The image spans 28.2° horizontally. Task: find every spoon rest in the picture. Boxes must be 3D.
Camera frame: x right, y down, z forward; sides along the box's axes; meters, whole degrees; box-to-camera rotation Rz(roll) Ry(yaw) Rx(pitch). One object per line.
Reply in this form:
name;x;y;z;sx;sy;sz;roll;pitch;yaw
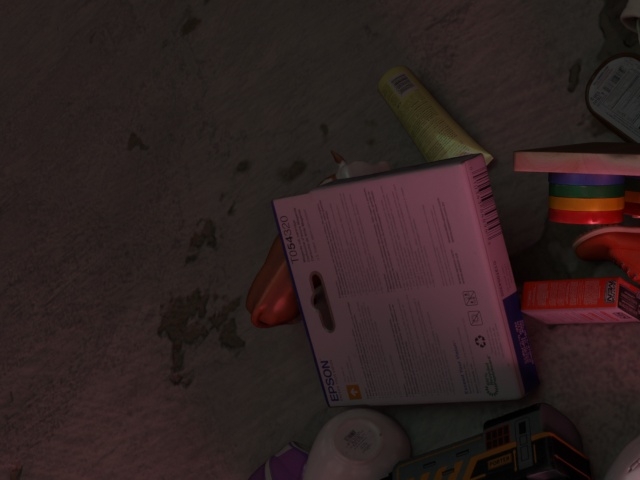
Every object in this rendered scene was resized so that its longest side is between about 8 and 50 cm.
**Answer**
spoon rest;0.008;0.336;1.762;0.276;0.084;0.137;-38;58;-27

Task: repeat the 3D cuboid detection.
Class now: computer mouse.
computer mouse;0.399;0.262;1.529;0.193;0.042;0.106;-54;46;10

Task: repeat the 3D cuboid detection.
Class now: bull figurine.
bull figurine;0.000;0.000;1.897;0.101;0.188;0.310;40;98;19

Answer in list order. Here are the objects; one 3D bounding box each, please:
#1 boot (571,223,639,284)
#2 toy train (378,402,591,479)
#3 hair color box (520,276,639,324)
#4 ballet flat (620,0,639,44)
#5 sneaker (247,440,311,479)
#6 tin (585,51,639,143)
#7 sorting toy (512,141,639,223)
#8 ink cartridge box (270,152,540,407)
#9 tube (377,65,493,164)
boot;0.394;0.022;1.632;0.158;0.059;0.085;-7;72;39
toy train;0.199;0.337;1.624;0.334;0.142;0.190;-27;43;33
hair color box;0.338;0.079;1.645;0.141;0.072;0.043;-4;69;40
ballet flat;0.499;-0.208;1.583;0.139;0.139;0.400;-45;41;18
sneaker;-0.011;0.401;1.803;0.161;0.102;0.282;-47;47;12
tin;0.431;-0.180;1.702;0.106;0.040;0.190;-56;45;14
sorting toy;0.398;-0.066;1.521;0.255;0.257;0.089;5;99;34
ink cartridge box;0.112;0.065;1.748;0.330;0.071;0.324;-8;101;40
tube;0.168;-0.168;1.926;0.240;0.062;0.070;56;155;36
